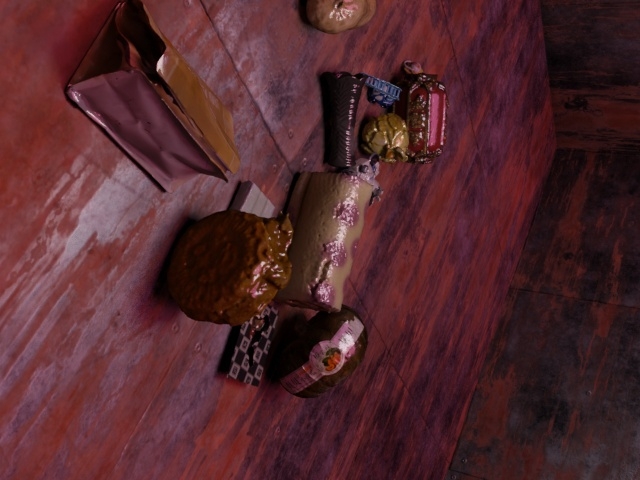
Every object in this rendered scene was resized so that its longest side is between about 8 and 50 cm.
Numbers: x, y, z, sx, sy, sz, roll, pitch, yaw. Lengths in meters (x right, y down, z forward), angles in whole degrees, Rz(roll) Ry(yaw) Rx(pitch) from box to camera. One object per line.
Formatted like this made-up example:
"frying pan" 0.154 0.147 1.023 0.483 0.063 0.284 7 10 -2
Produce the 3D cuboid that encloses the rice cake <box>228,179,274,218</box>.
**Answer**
"rice cake" -0.174 -0.005 1.522 0.127 0.043 0.237 45 59 -55

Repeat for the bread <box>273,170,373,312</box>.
"bread" 0.000 0.000 1.683 0.155 0.187 0.338 33 69 -53

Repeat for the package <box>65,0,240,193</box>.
"package" -0.248 -0.241 1.215 0.311 0.165 0.221 54 53 -52

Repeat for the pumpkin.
"pumpkin" -0.003 0.263 1.731 0.189 0.260 0.260 50 42 -1

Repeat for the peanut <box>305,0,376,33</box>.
"peanut" 0.054 -0.570 1.674 0.224 0.129 0.129 -37 129 -53

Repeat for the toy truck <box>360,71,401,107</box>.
"toy truck" 0.158 -0.430 1.960 0.136 0.074 0.063 18 77 -18

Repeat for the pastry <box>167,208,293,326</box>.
"pastry" -0.179 0.052 1.344 0.132 0.235 0.240 37 46 -53

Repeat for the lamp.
"lamp" 0.301 -0.371 2.098 0.177 0.177 0.273 -24 118 -55

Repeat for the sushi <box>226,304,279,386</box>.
"sushi" -0.167 0.238 1.616 0.139 0.031 0.200 41 60 -55

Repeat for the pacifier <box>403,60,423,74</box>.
"pacifier" 0.282 -0.526 2.157 0.083 0.068 0.064 -54 175 -49

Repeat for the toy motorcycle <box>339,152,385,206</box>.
"toy motorcycle" 0.099 -0.148 1.892 0.221 0.102 0.150 -32 135 -45

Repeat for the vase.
"vase" 0.059 -0.312 1.784 0.115 0.116 0.237 -27 125 -54

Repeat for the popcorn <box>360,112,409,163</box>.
"popcorn" 0.187 -0.295 1.971 0.142 0.162 0.135 14 123 -25
